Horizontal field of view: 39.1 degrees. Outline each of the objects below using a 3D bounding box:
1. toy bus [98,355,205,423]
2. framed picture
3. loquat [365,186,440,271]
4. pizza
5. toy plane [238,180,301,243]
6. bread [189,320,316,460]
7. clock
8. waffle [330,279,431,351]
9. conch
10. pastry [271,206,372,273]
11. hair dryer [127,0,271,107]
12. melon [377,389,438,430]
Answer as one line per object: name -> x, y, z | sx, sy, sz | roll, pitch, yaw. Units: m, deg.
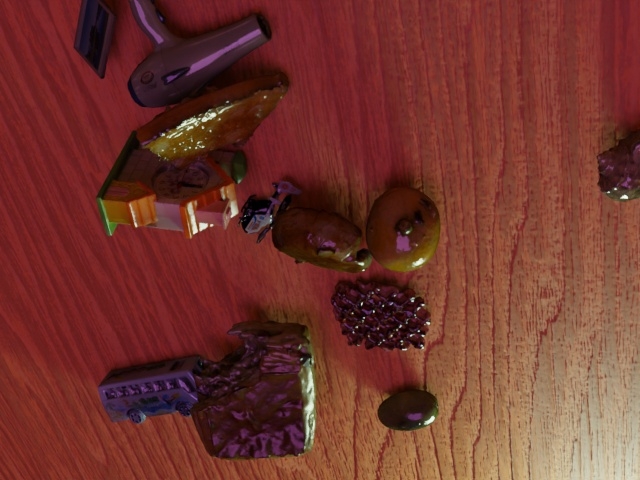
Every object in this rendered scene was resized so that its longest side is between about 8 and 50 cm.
toy bus -> -0.422, 0.392, 2.376 | 0.329, 0.109, 0.136 | -13, 113, 23
framed picture -> -0.438, -0.405, 1.749 | 0.109, 0.011, 0.149 | 47, 135, 24
loquat -> 0.168, -0.023, 1.814 | 0.149, 0.172, 0.204 | 10, 175, 0
pizza -> -0.216, -0.233, 1.746 | 0.089, 0.323, 0.223 | 59, 157, 12
toy plane -> -0.119, -0.068, 1.951 | 0.078, 0.053, 0.197 | 27, 132, -17
bread -> -0.155, 0.352, 2.207 | 0.314, 0.191, 0.370 | -2, 118, 8
clock -> -0.293, -0.110, 1.846 | 0.255, 0.220, 0.106 | 6, 136, 10
waffle -> 0.141, 0.175, 2.071 | 0.234, 0.055, 0.221 | 0, 130, 22
conch -> 0.597, -0.135, 1.641 | 0.207, 0.130, 0.155 | 15, 145, -15
pastry -> 0.000, 0.000, 1.888 | 0.229, 0.100, 0.218 | 12, 168, 20
hair dryer -> -0.242, -0.404, 1.692 | 0.295, 0.119, 0.298 | -4, 114, 11
melon -> 0.214, 0.419, 2.220 | 0.162, 0.099, 0.099 | -16, 122, 28
